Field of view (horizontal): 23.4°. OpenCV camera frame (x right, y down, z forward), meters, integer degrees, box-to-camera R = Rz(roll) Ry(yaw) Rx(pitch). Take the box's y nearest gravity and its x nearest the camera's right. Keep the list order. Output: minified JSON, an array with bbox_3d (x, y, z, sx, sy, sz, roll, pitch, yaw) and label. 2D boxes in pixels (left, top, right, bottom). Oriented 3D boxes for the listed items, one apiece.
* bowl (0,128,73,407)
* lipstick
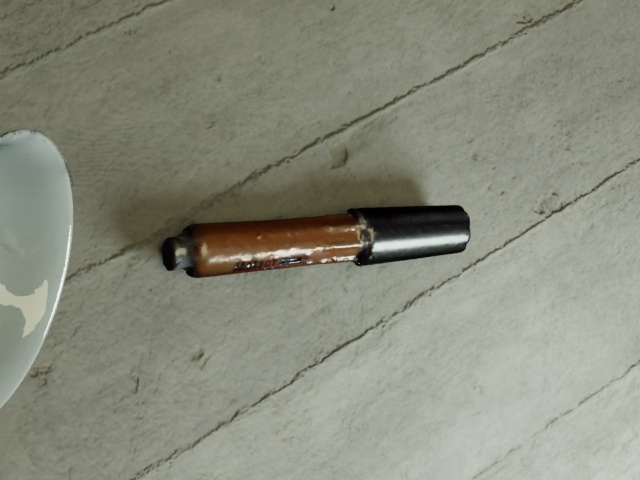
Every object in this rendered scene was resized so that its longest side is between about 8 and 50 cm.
[{"bbox_3d":[-0.416,0.028,1.672,0.157,0.345,0.345,16,73,17],"label":"bowl"},{"bbox_3d":[0.000,0.000,1.969,0.418,0.077,0.077,-5,87,-26],"label":"lipstick"}]
